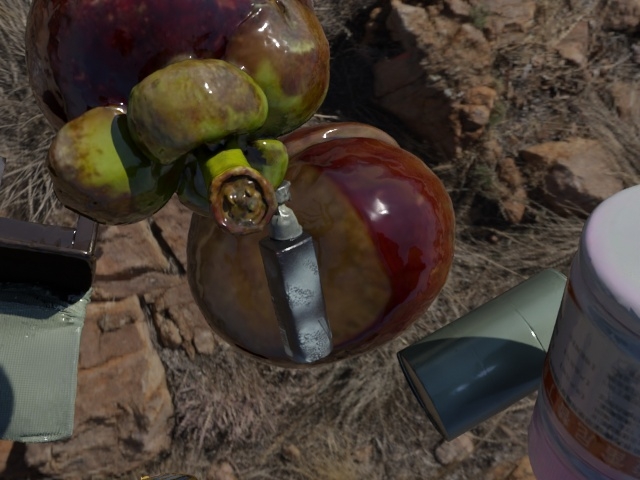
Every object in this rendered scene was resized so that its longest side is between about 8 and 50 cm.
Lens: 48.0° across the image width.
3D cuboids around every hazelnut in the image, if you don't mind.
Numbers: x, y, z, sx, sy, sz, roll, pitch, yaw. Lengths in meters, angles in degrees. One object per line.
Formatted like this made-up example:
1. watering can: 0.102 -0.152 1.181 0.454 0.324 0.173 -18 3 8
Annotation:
1. hazelnut: 0.000 0.000 1.088 0.409 0.359 0.359 -19 109 17

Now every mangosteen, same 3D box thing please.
1. mangosteen: -0.061 -0.075 0.370 0.156 0.146 0.181 -41 78 19

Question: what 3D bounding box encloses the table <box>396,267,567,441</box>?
1. table: 0.220 0.139 0.887 0.220 0.126 0.126 -28 108 -6

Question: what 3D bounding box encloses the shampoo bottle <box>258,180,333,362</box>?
1. shampoo bottle: -0.034 0.034 0.790 0.064 0.057 0.207 -25 115 -29

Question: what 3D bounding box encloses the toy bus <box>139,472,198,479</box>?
1. toy bus: -0.273 0.466 1.230 0.136 0.209 0.126 -24 90 -37

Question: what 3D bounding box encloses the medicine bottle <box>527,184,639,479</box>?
1. medicine bottle: 0.315 0.125 0.669 0.202 0.202 0.315 -15 133 -13

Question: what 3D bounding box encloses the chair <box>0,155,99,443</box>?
1. chair: -0.317 0.040 0.755 0.160 0.186 0.319 10 68 -14
